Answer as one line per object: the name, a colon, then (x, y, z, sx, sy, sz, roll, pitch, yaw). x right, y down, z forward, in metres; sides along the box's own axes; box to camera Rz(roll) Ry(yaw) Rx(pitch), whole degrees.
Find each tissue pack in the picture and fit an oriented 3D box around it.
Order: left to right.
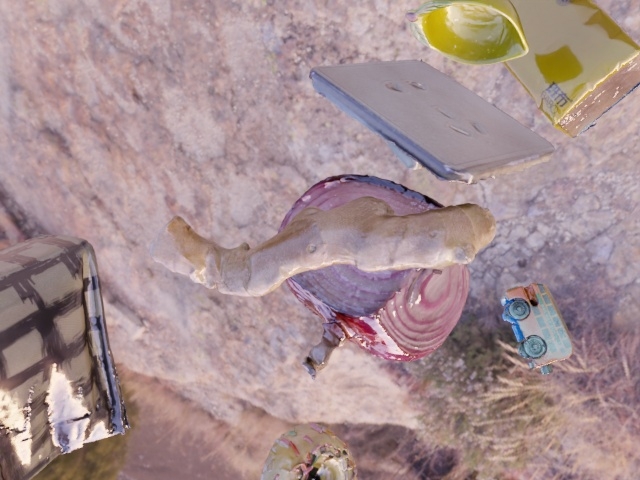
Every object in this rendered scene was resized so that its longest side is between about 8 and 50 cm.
tissue pack: (0.444, -0.356, 1.126, 0.192, 0.134, 0.271, -44, 60, 29)

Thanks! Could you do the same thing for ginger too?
ginger: (0.000, 0.000, 0.511, 0.287, 0.089, 0.075, -5, 138, 11)

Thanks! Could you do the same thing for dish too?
dish: (0.243, -0.362, 0.985, 0.207, 0.080, 0.149, 18, 162, -5)

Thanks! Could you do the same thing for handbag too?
handbag: (-0.429, 0.193, 0.810, 0.162, 0.325, 0.327, 4, 112, 30)

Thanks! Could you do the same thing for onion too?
onion: (0.071, 0.049, 0.862, 0.256, 0.272, 0.230, 57, 177, 31)

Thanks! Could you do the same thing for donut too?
donut: (-0.012, 0.355, 0.890, 0.068, 0.174, 0.175, -7, 116, 48)

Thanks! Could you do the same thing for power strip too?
power strip: (0.111, -0.113, 0.631, 0.213, 0.198, 0.065, 44, 129, 29)

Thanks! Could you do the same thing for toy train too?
toy train: (0.443, 0.178, 1.252, 0.072, 0.099, 0.188, 78, 173, -70)
